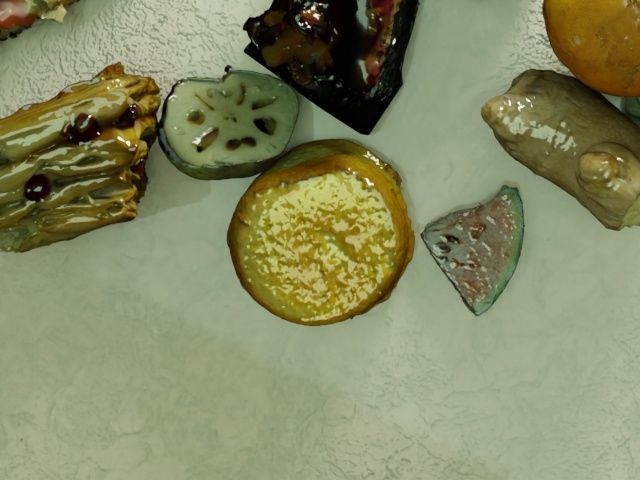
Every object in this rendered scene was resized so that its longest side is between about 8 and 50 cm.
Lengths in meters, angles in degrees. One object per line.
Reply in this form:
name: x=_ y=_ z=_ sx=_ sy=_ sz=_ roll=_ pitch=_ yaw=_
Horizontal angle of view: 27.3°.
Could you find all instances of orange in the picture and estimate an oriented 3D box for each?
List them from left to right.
orange: x=0.389 y=-0.288 z=1.599 sx=0.240 sy=0.240 sz=0.240 roll=1 pitch=96 yaw=8

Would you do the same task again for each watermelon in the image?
watermelon: x=0.206 y=-0.001 z=1.776 sx=0.139 sy=0.071 sz=0.187 roll=20 pitch=107 yaw=13

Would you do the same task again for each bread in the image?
bread: x=-0.370 y=-0.082 z=1.739 sx=0.370 sy=0.314 sz=0.191 roll=-24 pitch=100 yaw=5
bread: x=0.000 y=0.000 z=1.766 sx=0.268 sy=0.146 sz=0.268 roll=1 pitch=100 yaw=7

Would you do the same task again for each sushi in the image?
sushi: x=0.027 y=-0.289 z=1.697 sx=0.215 sy=0.212 sz=0.227 roll=34 pitch=98 yaw=4

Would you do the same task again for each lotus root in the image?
lotus root: x=-0.124 y=-0.144 z=1.777 sx=0.183 sy=0.203 sz=0.078 roll=12 pitch=139 yaw=8

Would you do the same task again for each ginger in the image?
ginger: x=0.331 y=-0.114 z=1.674 sx=0.276 sy=0.221 sz=0.130 roll=27 pitch=115 yaw=-4

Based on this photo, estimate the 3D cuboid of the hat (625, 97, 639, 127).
hat: x=0.460 y=-0.198 z=1.714 sx=0.122 sy=0.081 sz=0.166 roll=30 pitch=89 yaw=2

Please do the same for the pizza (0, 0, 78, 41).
pizza: x=-0.476 y=-0.374 z=1.808 sx=0.440 sy=0.130 sz=0.406 roll=30 pitch=97 yaw=5
